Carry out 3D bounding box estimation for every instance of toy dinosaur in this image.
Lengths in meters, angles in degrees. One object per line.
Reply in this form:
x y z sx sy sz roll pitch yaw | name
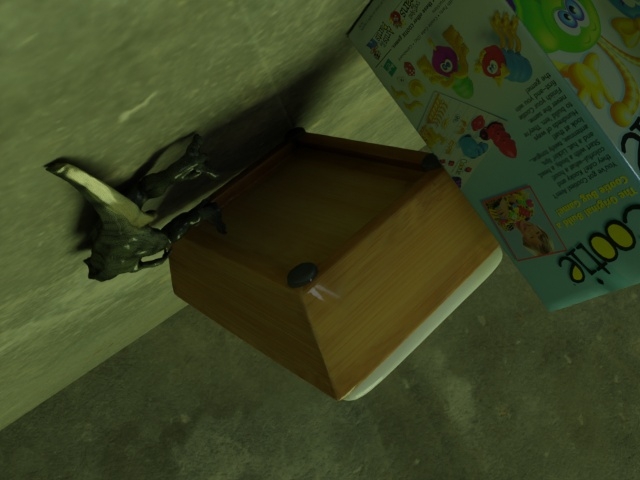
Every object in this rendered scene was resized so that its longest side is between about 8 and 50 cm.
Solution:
-0.135 -0.020 0.538 0.118 0.064 0.268 -28 172 -20 | toy dinosaur

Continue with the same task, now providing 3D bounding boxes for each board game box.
0.177 -0.109 0.519 0.142 0.275 0.144 -34 178 -29 | board game box

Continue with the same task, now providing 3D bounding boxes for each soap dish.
0.000 0.000 0.644 0.229 0.118 0.291 -40 -147 -22 | soap dish
